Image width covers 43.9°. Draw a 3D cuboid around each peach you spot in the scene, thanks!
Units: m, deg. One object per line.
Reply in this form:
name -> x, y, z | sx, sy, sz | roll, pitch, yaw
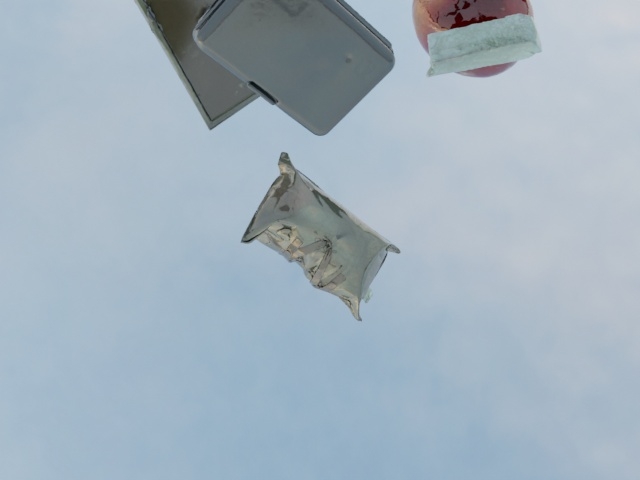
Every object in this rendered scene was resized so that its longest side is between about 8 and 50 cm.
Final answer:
peach -> 0.294, -0.421, 1.551 | 0.243, 0.243, 0.200 | 24, -109, 16

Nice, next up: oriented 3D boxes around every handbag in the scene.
handbag -> 0.000, 0.000, 1.309 | 0.270, 0.117, 0.183 | 39, -117, -14

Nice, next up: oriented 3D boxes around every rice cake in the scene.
rice cake -> 0.279, -0.342, 1.387 | 0.206, 0.063, 0.069 | -5, -109, 20

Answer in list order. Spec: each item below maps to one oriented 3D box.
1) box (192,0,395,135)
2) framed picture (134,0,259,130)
box -> -0.028, -0.247, 1.005 | 0.160, 0.230, 0.050 | -43, -144, 20
framed picture -> -0.165, -0.348, 1.294 | 0.209, 0.281, 0.019 | -36, -147, -15
